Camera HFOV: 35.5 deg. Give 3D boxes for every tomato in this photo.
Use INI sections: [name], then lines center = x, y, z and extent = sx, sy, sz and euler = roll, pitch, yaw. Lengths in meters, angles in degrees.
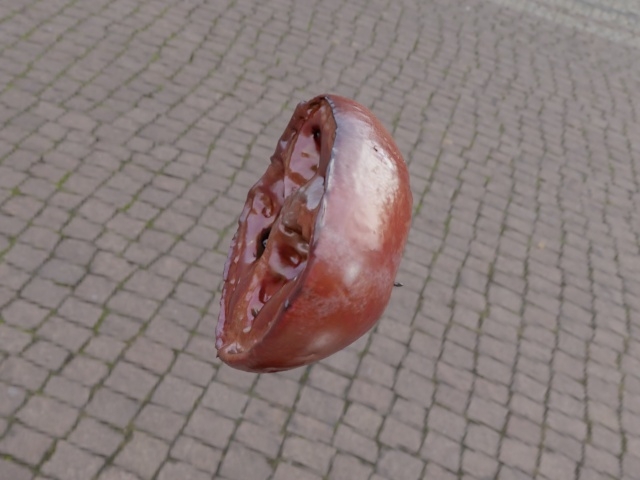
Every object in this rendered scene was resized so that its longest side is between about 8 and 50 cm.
[tomato]
center = 0.004, 0.001, 0.773
extent = 0.101, 0.228, 0.228
euler = 17, 30, -20
